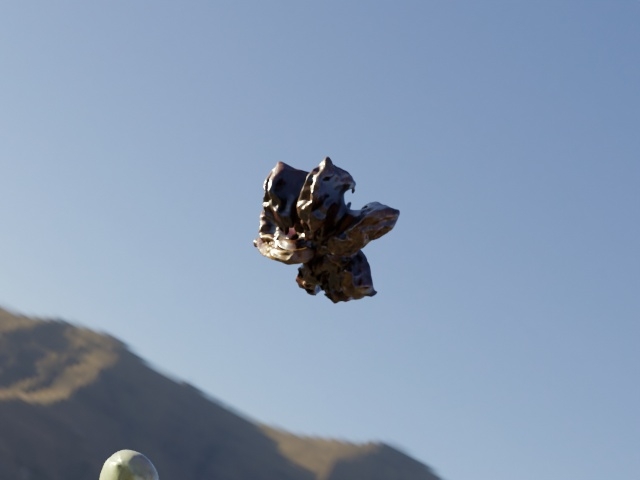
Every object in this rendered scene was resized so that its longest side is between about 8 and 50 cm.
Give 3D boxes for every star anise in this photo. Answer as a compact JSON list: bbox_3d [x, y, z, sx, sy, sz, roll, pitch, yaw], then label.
[{"bbox_3d":[0.000,0.000,1.957,0.190,0.126,0.220,30,-39,11],"label":"star anise"}]

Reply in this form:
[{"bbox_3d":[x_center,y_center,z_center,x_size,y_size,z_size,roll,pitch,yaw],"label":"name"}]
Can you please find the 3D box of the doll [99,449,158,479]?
[{"bbox_3d":[-0.173,0.344,1.406,0.258,0.154,0.228,-117,-169,-46],"label":"doll"}]
